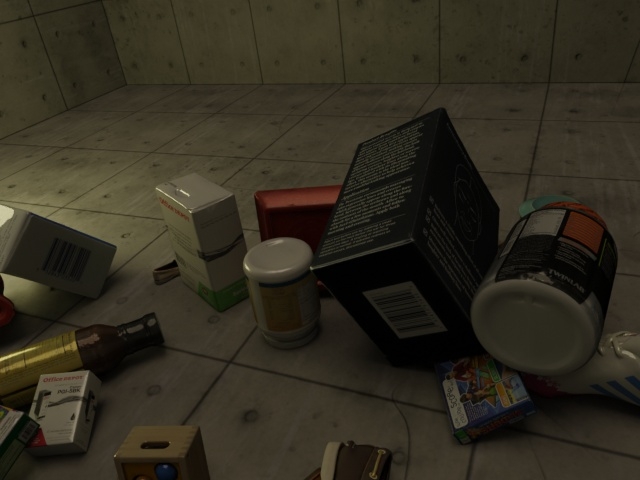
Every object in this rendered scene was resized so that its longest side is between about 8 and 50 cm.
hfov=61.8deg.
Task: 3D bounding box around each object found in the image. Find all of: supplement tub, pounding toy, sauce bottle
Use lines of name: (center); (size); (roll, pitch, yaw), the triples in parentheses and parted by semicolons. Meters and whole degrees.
supplement tub: (0.394, 0.065, 0.920); (0.193, 0.194, 0.316); (12, 34, 30)
supplement tub: (-0.075, 0.110, 1.114); (0.144, 0.200, 0.144); (-5, 31, 3)
pounding toy: (-0.256, 0.367, 0.814); (0.141, 0.130, 0.100); (-3, 19, 7)
sauce bottle: (-0.495, 0.239, 1.087); (0.344, 0.112, 0.111); (-17, 32, -19)

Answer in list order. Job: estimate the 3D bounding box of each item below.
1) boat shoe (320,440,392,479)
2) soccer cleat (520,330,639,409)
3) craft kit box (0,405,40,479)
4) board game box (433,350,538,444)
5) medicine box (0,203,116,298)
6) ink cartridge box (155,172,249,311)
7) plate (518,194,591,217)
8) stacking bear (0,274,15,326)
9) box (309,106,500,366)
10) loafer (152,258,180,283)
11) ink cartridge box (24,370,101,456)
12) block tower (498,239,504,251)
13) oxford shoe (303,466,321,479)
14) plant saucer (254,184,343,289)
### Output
boat shoe: (0.042, 0.399, 0.694); (0.096, 0.117, 0.324); (-4, 25, 11)
soccer cleat: (0.470, 0.199, 0.898); (0.330, 0.143, 0.116); (7, 34, 24)
craft kit box: (-0.638, 0.378, 0.877); (0.246, 0.061, 0.250); (4, 48, 24)
board game box: (0.274, 0.237, 0.928); (0.136, 0.035, 0.201); (-31, 27, 17)
medicine box: (-0.717, 0.017, 1.329); (0.289, 0.263, 0.149); (13, 79, 30)
ink cartridge box: (-0.271, 0.000, 1.270); (0.114, 0.273, 0.198); (-28, 36, -30)
plate: (0.639, -0.086, 1.453); (0.188, 0.024, 0.188); (-5, 31, 3)
stacking bear: (-0.840, 0.136, 1.287); (0.175, 0.164, 0.289); (-50, 28, -4)
box: (0.189, -0.011, 1.046); (0.211, 0.294, 0.396); (-18, 34, 35)
loafer: (-0.384, 0.069, 1.408); (0.045, 0.039, 0.125); (19, 40, 39)
ink cartridge box: (-0.466, 0.311, 0.967); (0.099, 0.056, 0.135); (-7, 51, 3)
block tower: (0.391, 0.062, 1.195); (0.090, 0.097, 0.335); (-21, 32, -22)
oxford shoe: (-0.046, 0.415, 0.745); (0.076, 0.076, 0.212); (33, 47, 14)
plant saucer: (-0.011, 0.008, 1.208); (0.258, 0.259, 0.048); (-4, 23, 6)
